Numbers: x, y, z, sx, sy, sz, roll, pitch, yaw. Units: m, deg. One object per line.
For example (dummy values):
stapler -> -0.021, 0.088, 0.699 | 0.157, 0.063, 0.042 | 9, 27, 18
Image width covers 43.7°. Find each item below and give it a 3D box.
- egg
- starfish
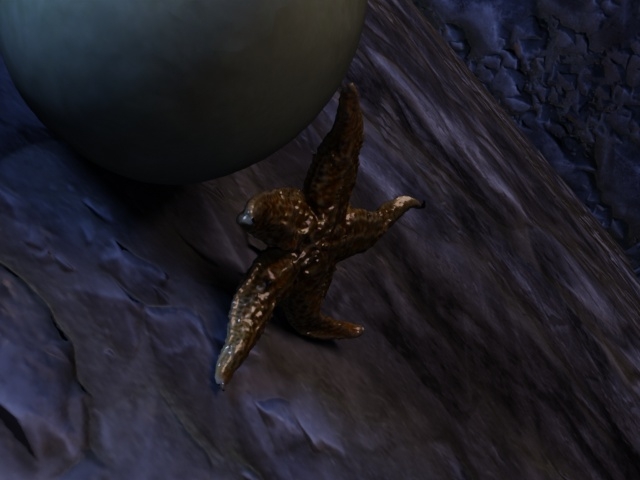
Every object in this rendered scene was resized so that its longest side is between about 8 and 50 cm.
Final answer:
egg -> -0.091, -0.182, 0.578 | 0.258, 0.258, 0.352 | 44, 21, -17
starfish -> 0.000, 0.000, 0.610 | 0.062, 0.236, 0.277 | 27, 43, 30
